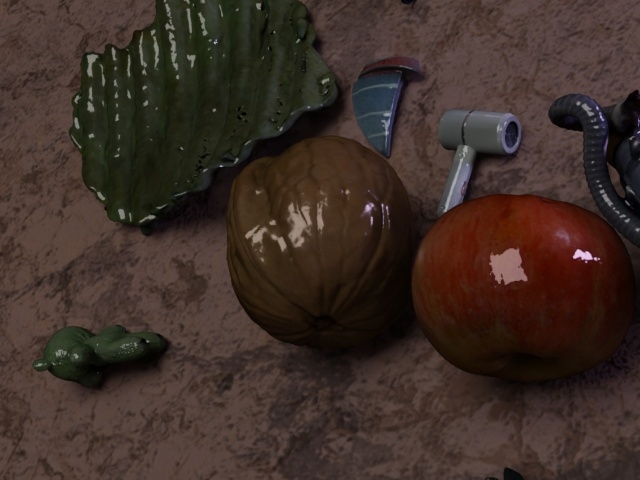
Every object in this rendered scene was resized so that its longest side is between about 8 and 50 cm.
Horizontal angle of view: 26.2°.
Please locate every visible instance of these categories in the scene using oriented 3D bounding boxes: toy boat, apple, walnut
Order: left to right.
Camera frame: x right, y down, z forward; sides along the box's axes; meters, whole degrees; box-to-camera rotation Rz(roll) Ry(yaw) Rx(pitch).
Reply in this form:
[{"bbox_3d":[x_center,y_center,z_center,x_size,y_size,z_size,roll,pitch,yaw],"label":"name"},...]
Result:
[{"bbox_3d":[0.000,0.000,1.451,0.228,0.228,0.228,-17,54,25],"label":"walnut"},{"bbox_3d":[0.067,-0.156,1.617,0.096,0.034,0.122,-3,62,40],"label":"toy boat"},{"bbox_3d":[0.189,0.044,1.297,0.209,0.209,0.164,-9,65,30],"label":"apple"}]

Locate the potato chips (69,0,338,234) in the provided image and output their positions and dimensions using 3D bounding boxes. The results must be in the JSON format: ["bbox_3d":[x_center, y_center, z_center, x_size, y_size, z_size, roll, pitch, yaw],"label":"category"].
[{"bbox_3d":[-0.170,-0.186,1.757,0.373,0.097,0.389,-39,46,9],"label":"potato chips"}]

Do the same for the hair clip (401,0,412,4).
[{"bbox_3d":[0.109,-0.388,1.739,0.070,0.039,0.229,-28,45,16],"label":"hair clip"}]

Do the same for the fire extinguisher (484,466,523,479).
[{"bbox_3d":[0.120,0.345,1.228,0.095,0.114,0.311,26,78,2],"label":"fire extinguisher"}]

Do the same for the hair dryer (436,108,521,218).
[{"bbox_3d":[0.160,-0.078,1.499,0.082,0.047,0.137,10,74,38],"label":"hair dryer"}]

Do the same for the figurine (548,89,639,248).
[{"bbox_3d":[0.368,-0.021,1.189,0.186,0.261,0.382,-48,24,13],"label":"figurine"}]

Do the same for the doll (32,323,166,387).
[{"bbox_3d":[-0.261,0.137,1.632,0.150,0.077,0.115,-9,13,25],"label":"doll"}]
